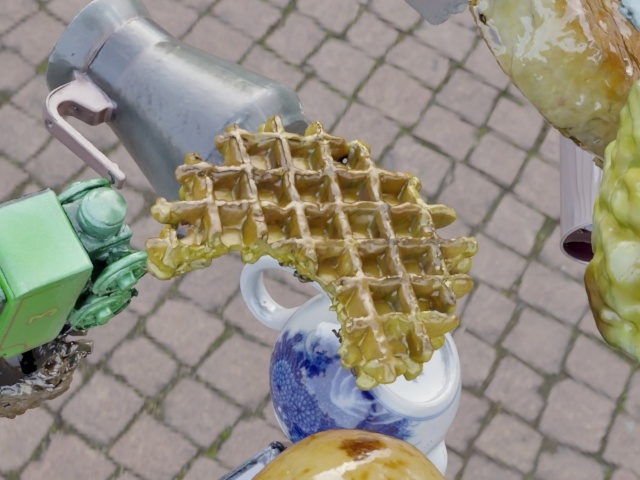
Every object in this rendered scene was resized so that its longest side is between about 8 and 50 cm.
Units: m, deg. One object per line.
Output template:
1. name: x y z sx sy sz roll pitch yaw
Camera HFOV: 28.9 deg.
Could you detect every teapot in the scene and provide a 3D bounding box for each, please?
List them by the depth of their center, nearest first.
1. teapot: 0.039 0.191 1.623 0.424 0.280 0.252 53 49 0
2. teapot: -0.224 -0.178 1.798 0.344 0.253 0.300 38 47 15

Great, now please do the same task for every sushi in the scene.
1. sushi: -0.461 0.163 1.768 0.238 0.218 0.225 3 24 30

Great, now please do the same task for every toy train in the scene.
1. toy train: -0.291 0.031 1.330 0.188 0.243 0.132 -23 76 -31

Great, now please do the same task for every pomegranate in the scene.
1. pomegranate: 0.029 0.265 1.063 0.215 0.215 0.215 7 54 -10

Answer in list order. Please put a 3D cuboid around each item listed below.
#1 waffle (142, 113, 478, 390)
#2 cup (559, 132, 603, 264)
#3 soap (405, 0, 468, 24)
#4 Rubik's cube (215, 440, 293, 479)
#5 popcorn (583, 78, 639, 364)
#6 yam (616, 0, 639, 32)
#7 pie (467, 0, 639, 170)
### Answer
1. waffle: 0.000 0.000 1.144 0.293 0.069 0.260 31 47 5
2. cup: 0.540 -0.093 2.256 0.208 0.288 0.273 -4 66 15
3. soap: 0.178 -0.412 1.392 0.159 0.258 0.302 34 85 -7
4. Rubik's cube: -0.071 0.437 1.668 0.255 0.259 0.260 -34 80 3
5. popcorn: 0.291 0.004 0.801 0.293 0.237 0.293 42 20 -19
6. yam: 0.297 -0.165 0.569 0.348 0.241 0.241 -19 60 -47
7. pie: 0.196 -0.191 0.983 0.339 0.083 0.339 43 30 -32
